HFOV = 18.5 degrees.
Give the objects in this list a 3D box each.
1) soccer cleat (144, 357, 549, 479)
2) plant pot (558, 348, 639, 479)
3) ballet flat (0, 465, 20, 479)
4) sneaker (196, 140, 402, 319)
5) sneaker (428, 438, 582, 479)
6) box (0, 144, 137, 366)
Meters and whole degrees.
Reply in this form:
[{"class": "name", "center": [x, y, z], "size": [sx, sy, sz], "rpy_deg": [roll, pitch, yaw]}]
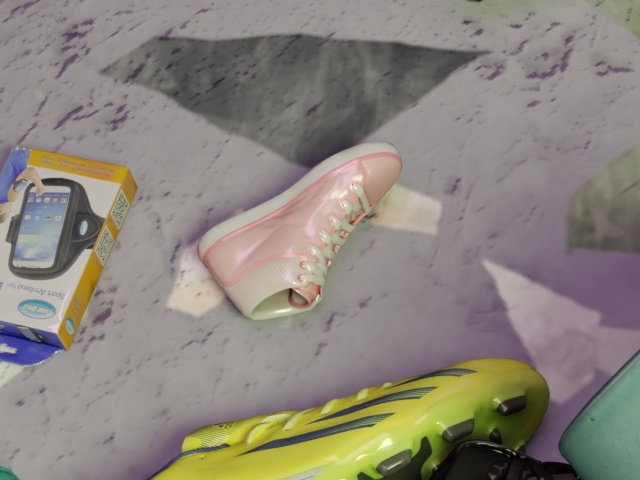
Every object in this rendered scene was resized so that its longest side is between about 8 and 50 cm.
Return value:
[{"class": "soccer cleat", "center": [-0.016, 0.123, 1.061], "size": [0.289, 0.093, 0.121], "rpy_deg": [-27, 47, -7]}, {"class": "plant pot", "center": [0.248, 0.117, 0.823], "size": [0.271, 0.271, 0.255], "rpy_deg": [-40, 77, -13]}, {"class": "ballet flat", "center": [-0.179, 0.263, 1.005], "size": [0.106, 0.107, 0.316], "rpy_deg": [-25, 56, 12]}, {"class": "sneaker", "center": [0.000, 0.000, 1.155], "size": [0.134, 0.051, 0.070], "rpy_deg": [-30, 60, -3]}, {"class": "sneaker", "center": [0.128, 0.149, 0.983], "size": [0.293, 0.102, 0.146], "rpy_deg": [-33, 80, -9]}, {"class": "box", "center": [-0.174, 0.009, 1.197], "size": [0.081, 0.028, 0.136], "rpy_deg": [11, 60, 17]}]
